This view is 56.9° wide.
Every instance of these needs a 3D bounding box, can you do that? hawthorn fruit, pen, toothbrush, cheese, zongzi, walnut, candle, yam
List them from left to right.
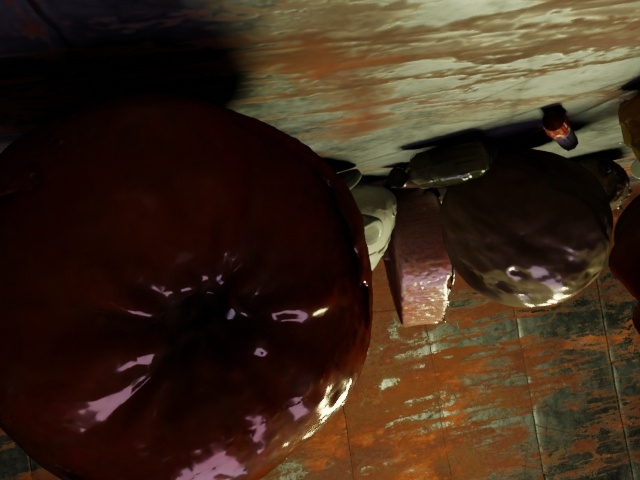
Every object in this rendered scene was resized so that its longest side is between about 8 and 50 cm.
[{"bbox_3d":[-0.105,0.017,0.443,0.276,0.276,0.307,-9,-159,-10],"label":"hawthorn fruit"},{"bbox_3d":[0.025,-0.012,1.012,0.198,0.189,0.154,-6,-153,-40],"label":"cheese"},{"bbox_3d":[0.174,0.035,1.190,0.132,0.287,0.317,-10,-167,1],"label":"candle"},{"bbox_3d":[0.178,-0.106,0.794,0.109,0.055,0.119,-8,-170,26],"label":"zongzi"},{"bbox_3d":[0.245,-0.111,1.022,0.364,0.040,0.041,-7,177,-44],"label":"toothbrush"},{"bbox_3d":[0.309,-0.024,0.913,0.273,0.273,0.227,-8,135,-31],"label":"walnut"},{"bbox_3d":[0.312,-0.138,0.761,0.028,0.028,0.239,-11,178,27],"label":"pen"},{"bbox_3d":[0.614,-0.120,1.298,0.131,0.131,0.280,-11,176,28],"label":"yam"}]

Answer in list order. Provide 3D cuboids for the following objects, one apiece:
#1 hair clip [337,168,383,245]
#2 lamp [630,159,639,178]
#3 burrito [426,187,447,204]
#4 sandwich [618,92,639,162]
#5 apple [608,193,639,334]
[{"bbox_3d":[-0.024,-0.039,0.787,0.173,0.113,0.282,-12,176,40],"label":"hair clip"},{"bbox_3d":[0.853,-0.189,1.410,0.198,0.050,0.056,-11,178,36],"label":"lamp"},{"bbox_3d":[0.229,-0.083,1.402,0.275,0.059,0.082,-12,162,42],"label":"burrito"},{"bbox_3d":[0.464,-0.140,0.589,0.251,0.087,0.226,-9,178,-24],"label":"sandwich"},{"bbox_3d":[0.556,0.017,0.762,0.317,0.288,0.288,-26,169,30],"label":"apple"}]
